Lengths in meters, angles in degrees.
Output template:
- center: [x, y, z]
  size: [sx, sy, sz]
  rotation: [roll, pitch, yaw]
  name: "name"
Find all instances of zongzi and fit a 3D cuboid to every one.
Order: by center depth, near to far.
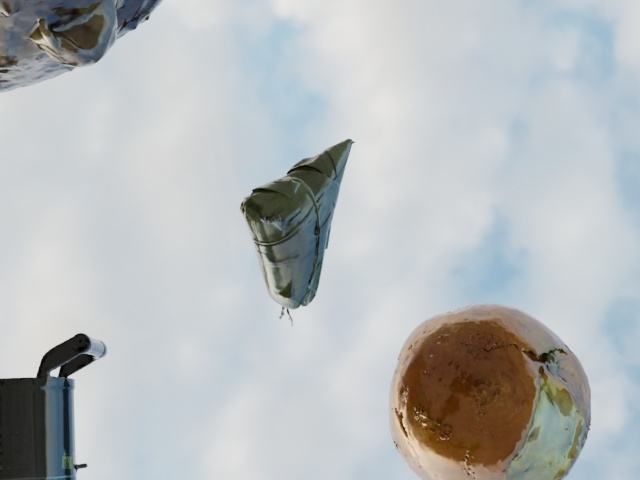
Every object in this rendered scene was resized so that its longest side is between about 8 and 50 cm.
- center: [0.000, 0.000, 1.049]
  size: [0.062, 0.154, 0.130]
  rotation: [19, -135, 42]
  name: "zongzi"

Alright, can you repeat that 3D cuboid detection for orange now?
- center: [0.197, 0.192, 1.346]
  size: [0.240, 0.240, 0.240]
  rotation: [-13, -121, 23]
  name: "orange"

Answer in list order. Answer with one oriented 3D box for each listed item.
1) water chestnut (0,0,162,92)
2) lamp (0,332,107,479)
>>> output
- center: [-0.181, -0.192, 0.611]
  size: [0.238, 0.223, 0.223]
  rotation: [33, -98, 10]
  name: "water chestnut"
- center: [-0.276, 0.206, 1.031]
  size: [0.172, 0.147, 0.227]
  rotation: [-5, -101, 2]
  name: "lamp"
